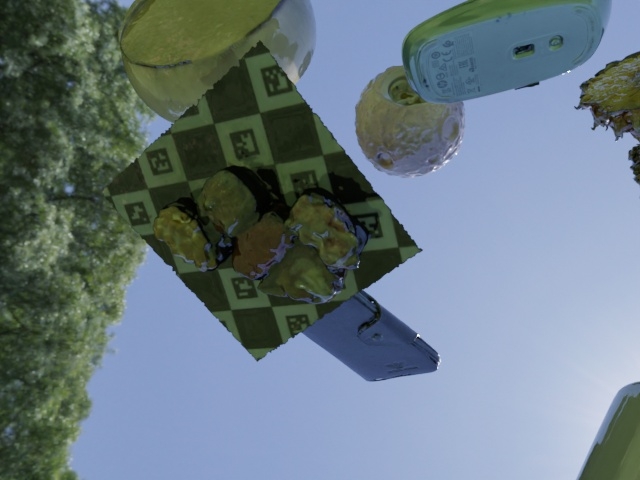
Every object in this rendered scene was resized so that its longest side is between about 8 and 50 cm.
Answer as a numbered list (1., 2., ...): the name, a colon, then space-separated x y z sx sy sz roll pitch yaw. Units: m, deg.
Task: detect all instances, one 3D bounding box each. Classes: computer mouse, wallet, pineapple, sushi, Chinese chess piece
1. computer mouse: 0.261 -0.296 0.835 0.289 0.159 0.096 -10 -122 17
2. wallet: 0.049 0.140 0.907 0.173 0.318 0.045 -14 -133 37
3. pineapple: 0.619 -0.182 1.054 0.263 0.271 0.262 -23 -152 13
4. sushi: -0.088 -0.016 0.647 0.294 0.059 0.292 -37 -84 30
5. Chinese chess piece: -0.175 -0.346 0.999 0.339 0.140 0.337 -10 -128 13

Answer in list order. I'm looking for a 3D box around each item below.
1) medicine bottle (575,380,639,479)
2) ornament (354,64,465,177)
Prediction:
1. medicine bottle: 0.141 0.243 0.276 0.130 0.130 0.340 20 -115 39
2. ornament: 0.202 -0.265 1.333 0.260 0.225 0.259 -3 -128 4
